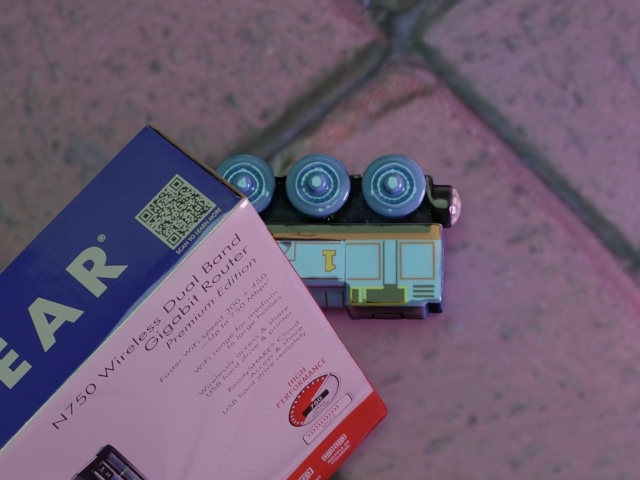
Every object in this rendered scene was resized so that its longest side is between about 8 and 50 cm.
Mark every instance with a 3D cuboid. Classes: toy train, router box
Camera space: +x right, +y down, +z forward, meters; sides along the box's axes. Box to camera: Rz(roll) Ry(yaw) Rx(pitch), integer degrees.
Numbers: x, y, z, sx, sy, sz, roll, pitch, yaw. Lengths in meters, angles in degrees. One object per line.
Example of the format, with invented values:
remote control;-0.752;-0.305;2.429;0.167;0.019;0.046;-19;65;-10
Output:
toy train;0.000;0.000;1.197;0.184;0.080;0.105;0;79;4
router box;-0.135;0.143;1.043;0.082;0.301;0.335;38;80;30
